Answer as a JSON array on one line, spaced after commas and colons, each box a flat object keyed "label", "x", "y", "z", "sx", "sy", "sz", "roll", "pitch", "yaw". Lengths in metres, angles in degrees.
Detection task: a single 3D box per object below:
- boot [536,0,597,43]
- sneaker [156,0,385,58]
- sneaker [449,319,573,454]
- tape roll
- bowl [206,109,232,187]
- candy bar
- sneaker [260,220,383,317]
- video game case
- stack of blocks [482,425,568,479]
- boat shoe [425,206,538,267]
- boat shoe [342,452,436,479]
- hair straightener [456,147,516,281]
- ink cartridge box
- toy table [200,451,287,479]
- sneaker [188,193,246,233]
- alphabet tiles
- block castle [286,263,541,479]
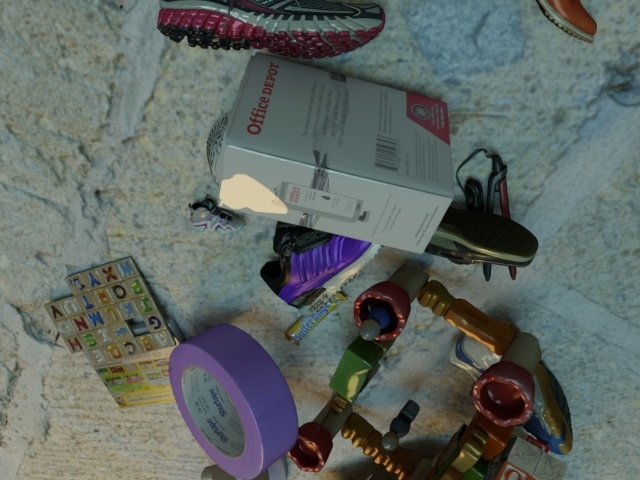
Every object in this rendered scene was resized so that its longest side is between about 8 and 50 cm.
[{"label": "boot", "x": 0.302, "y": -0.316, "z": 0.735, "sx": 0.158, "sy": 0.059, "sz": 0.084, "roll": 40, "pitch": 115, "yaw": -13}, {"label": "sneaker", "x": -0.062, "y": -0.309, "z": 0.776, "sx": 0.299, "sy": 0.121, "sz": 0.112, "roll": 6, "pitch": 93, "yaw": -2}, {"label": "sneaker", "x": 0.346, "y": 0.272, "z": 1.080, "sx": 0.131, "sy": 0.112, "sz": 0.296, "roll": -27, "pitch": 105, "yaw": 33}, {"label": "tape roll", "x": -0.167, "y": 0.297, "z": 1.106, "sx": 0.274, "sy": 0.090, "sz": 0.275, "roll": 23, "pitch": 125, "yaw": 37}, {"label": "bowl", "x": -0.107, "y": -0.114, "z": 0.923, "sx": 0.170, "sy": 0.080, "sz": 0.170, "roll": 5, "pitch": 123, "yaw": 8}, {"label": "candy bar", "x": -0.011, "y": 0.142, "z": 1.104, "sx": 0.040, "sy": 0.018, "sz": 0.161, "roll": 36, "pitch": 120, "yaw": -12}, {"label": "sneaker", "x": 0.000, "y": 0.001, "z": 0.962, "sx": 0.146, "sy": 0.102, "sz": 0.293, "roll": 35, "pitch": 122, "yaw": -11}, {"label": "video game case", "x": -0.365, "y": 0.261, "z": 1.240, "sx": 0.227, "sy": 0.026, "sz": 0.206, "roll": -12, "pitch": 119, "yaw": 16}, {"label": "stack of blocks", "x": 0.321, "y": 0.415, "z": 1.037, "sx": 0.087, "sy": 0.171, "sz": 0.297, "roll": 29, "pitch": 160, "yaw": 13}, {"label": "boat shoe", "x": 0.218, "y": 0.000, "z": 0.906, "sx": 0.223, "sy": 0.080, "sz": 0.073, "roll": 18, "pitch": 137, "yaw": 32}, {"label": "boat shoe", "x": 0.145, "y": 0.538, "z": 1.283, "sx": 0.341, "sy": 0.122, "sz": 0.110, "roll": -25, "pitch": 150, "yaw": 24}, {"label": "hair straightener", "x": 0.252, "y": -0.035, "z": 0.925, "sx": 0.089, "sy": 0.047, "sz": 0.230, "roll": -7, "pitch": 120, "yaw": 14}, {"label": "ink cartridge box", "x": 0.022, "y": -0.120, "z": 0.796, "sx": 0.283, "sy": 0.207, "sz": 0.117, "roll": 13, "pitch": 137, "yaw": -5}, {"label": "toy table", "x": -0.180, "y": 0.525, "z": 1.294, "sx": 0.252, "sy": 0.161, "sz": 0.274, "roll": -22, "pitch": 117, "yaw": 22}, {"label": "sneaker", "x": -0.177, "y": -0.048, "z": 1.002, "sx": 0.098, "sy": 0.038, "sz": 0.069, "roll": 0, "pitch": 123, "yaw": 10}, {"label": "alphabet tiles", "x": -0.423, "y": 0.148, "z": 1.168, "sx": 0.237, "sy": 0.009, "sz": 0.198, "roll": -17, "pitch": 108, "yaw": 18}, {"label": "block castle", "x": 0.138, "y": 0.295, "z": 1.003, "sx": 0.303, "sy": 0.213, "sz": 0.453, "roll": 33, "pitch": 126, "yaw": 15}]
